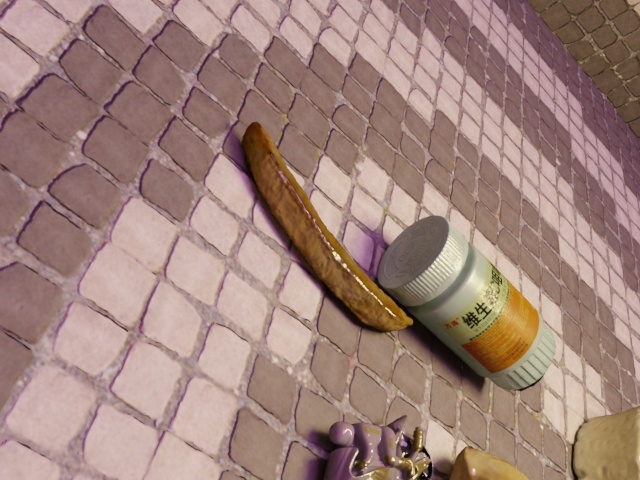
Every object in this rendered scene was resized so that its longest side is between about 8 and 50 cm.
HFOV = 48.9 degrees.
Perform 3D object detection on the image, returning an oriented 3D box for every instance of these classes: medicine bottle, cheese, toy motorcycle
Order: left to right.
[{"bbox_3d":[0.070,0.304,0.952,0.225,0.073,0.152,-23,83,-51],"label":"toy motorcycle"},{"bbox_3d":[0.258,0.114,1.208,0.318,0.158,0.158,43,42,-22],"label":"medicine bottle"},{"bbox_3d":[0.663,0.509,1.410,0.332,0.153,0.292,57,39,-7],"label":"cheese"}]

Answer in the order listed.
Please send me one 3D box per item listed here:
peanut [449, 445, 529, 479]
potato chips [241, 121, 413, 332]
[{"bbox_3d":[0.287,0.469,1.022,0.174,0.158,0.340,-26,83,-31],"label":"peanut"},{"bbox_3d":[0.000,0.000,1.077,0.407,0.057,0.080,52,26,-10],"label":"potato chips"}]
